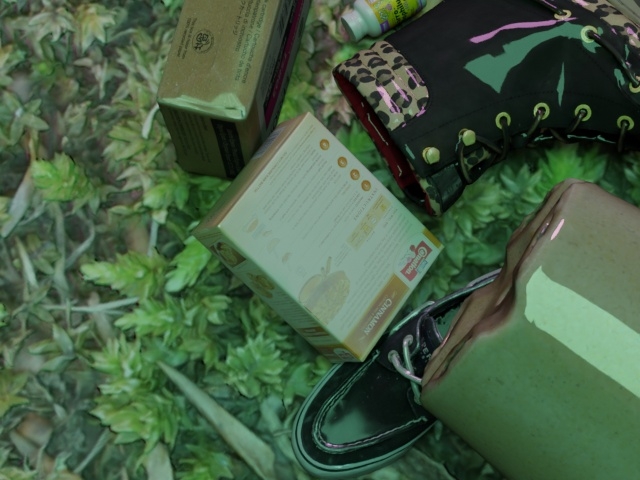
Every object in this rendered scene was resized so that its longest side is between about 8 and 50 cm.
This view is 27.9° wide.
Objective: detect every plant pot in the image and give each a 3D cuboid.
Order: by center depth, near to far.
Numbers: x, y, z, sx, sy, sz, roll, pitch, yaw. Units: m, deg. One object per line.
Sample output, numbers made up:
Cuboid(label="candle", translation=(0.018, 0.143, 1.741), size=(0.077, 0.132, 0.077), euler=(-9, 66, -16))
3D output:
Cuboid(label="plant pot", translation=(0.260, 0.121, 1.018), size=(0.305, 0.334, 0.334), euler=(34, 79, 1))

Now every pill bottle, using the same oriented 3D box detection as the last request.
Cuboid(label="pill bottle", translation=(0.063, -0.236, 1.308), size=(0.083, 0.043, 0.043), euler=(-33, 75, -5))

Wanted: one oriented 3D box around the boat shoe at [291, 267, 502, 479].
Cuboid(label="boat shoe", translation=(0.102, 0.113, 1.177), size=(0.301, 0.102, 0.108), euler=(-30, 75, -5))

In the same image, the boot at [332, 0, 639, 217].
Cuboid(label="boot", translation=(0.214, -0.111, 1.215), size=(0.284, 0.138, 0.377), euler=(-32, 71, -7))

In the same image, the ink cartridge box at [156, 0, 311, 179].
Cuboid(label="ink cartridge box", translation=(-0.074, -0.194, 1.227), size=(0.088, 0.193, 0.235), euler=(13, 76, 6))

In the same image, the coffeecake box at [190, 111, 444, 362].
Cuboid(label="coffeecake box", translation=(0.000, 0.000, 1.180), size=(0.185, 0.068, 0.142), euler=(44, 68, -16))
